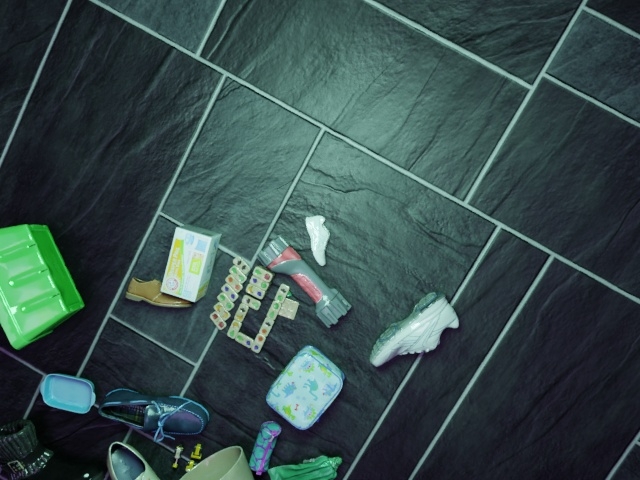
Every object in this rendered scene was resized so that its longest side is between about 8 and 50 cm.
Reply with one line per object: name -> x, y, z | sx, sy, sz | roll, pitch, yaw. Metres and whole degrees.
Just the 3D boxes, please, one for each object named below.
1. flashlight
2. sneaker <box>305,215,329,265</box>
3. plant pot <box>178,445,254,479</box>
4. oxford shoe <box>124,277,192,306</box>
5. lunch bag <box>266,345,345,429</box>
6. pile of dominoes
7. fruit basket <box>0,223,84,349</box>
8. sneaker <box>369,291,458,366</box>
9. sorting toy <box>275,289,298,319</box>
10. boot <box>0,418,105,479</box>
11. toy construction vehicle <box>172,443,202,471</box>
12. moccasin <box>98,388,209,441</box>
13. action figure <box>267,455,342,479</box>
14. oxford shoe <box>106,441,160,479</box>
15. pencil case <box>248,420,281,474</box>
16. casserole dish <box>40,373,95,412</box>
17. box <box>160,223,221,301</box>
flashlight -> -0.054, 0.124, 1.580 | 0.304, 0.103, 0.103 | 49, 126, -2
sneaker -> 0.000, 0.000, 1.580 | 0.061, 0.054, 0.152 | -12, 95, 5
plant pot -> -0.277, 0.813, 1.610 | 0.256, 0.256, 0.274 | -30, 94, 9
oxford shoe -> -0.494, 0.161, 1.651 | 0.212, 0.076, 0.076 | 13, 87, 4
lunch bag -> -0.043, 0.446, 1.619 | 0.176, 0.090, 0.219 | 37, 100, 2
pile of dominoes -> -0.225, 0.194, 1.630 | 0.196, 0.040, 0.251 | 26, 99, 7
fruit basket -> -0.960, 0.154, 1.595 | 0.392, 0.283, 0.392 | 0, 91, -7
sneaker -> 0.272, 0.281, 1.557 | 0.297, 0.111, 0.129 | -39, 97, 11
sorting toy -> -0.097, 0.193, 1.635 | 0.062, 0.012, 0.083 | 20, 101, 6
boot -> -0.888, 0.702, 1.731 | 0.347, 0.131, 0.260 | -12, 95, 9
toy construction vehicle -> -0.428, 0.693, 1.728 | 0.085, 0.035, 0.098 | 13, 101, -6
moccasin -> -0.526, 0.559, 1.677 | 0.341, 0.117, 0.138 | 5, 97, 6
action figure -> -0.034, 0.726, 1.665 | 0.232, 0.063, 0.137 | -28, 91, 13
oxford shoe -> -0.529, 0.777, 1.617 | 0.397, 0.147, 0.140 | 38, 58, 22
pencil case -> -0.173, 0.642, 1.669 | 0.064, 0.070, 0.152 | 14, 101, -20
casserole dish -> -0.813, 0.491, 1.745 | 0.188, 0.037, 0.114 | 11, 98, 6
box -> -0.387, 0.066, 1.608 | 0.114, 0.103, 0.203 | 16, 98, 5
